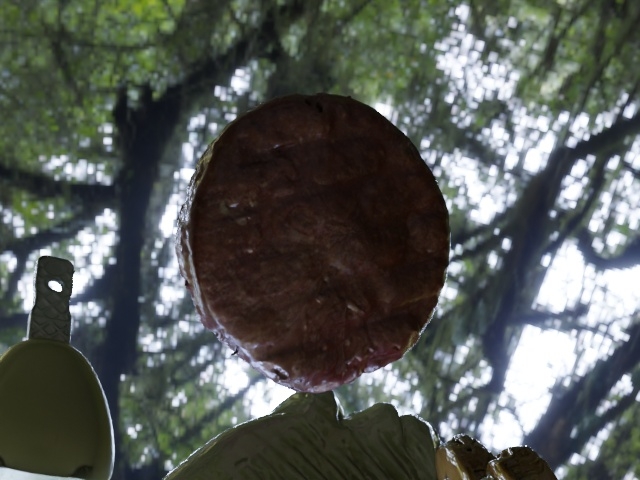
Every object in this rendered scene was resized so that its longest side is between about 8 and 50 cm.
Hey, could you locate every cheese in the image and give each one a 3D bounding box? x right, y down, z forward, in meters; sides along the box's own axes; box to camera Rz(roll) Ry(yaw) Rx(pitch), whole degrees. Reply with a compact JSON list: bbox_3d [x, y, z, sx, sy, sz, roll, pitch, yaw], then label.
[{"bbox_3d":[-0.241,0.112,1.049,0.127,0.054,0.251,12,-134,-20],"label":"cheese"}]

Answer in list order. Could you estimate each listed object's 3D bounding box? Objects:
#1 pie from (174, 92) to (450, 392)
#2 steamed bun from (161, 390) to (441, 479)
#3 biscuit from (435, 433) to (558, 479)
[{"bbox_3d":[0.000,0.000,0.730,0.182,0.182,0.049,-13,-177,-25],"label":"pie"},{"bbox_3d":[0.010,0.334,1.120,0.352,0.247,0.339,-33,-120,-29],"label":"steamed bun"},{"bbox_3d":[0.141,0.227,0.704,0.047,0.216,0.340,-22,-151,-12],"label":"biscuit"}]
